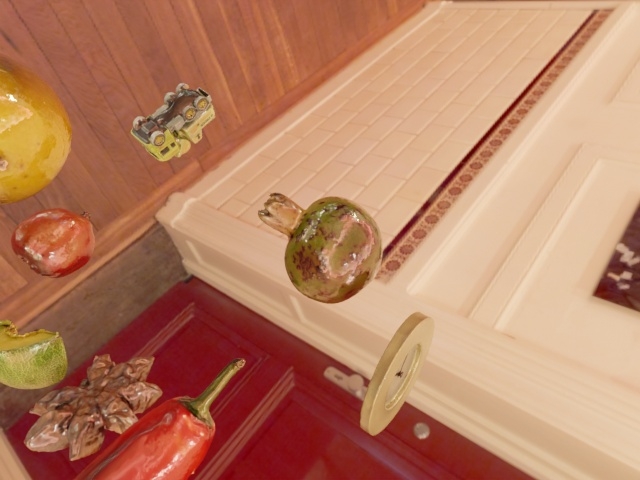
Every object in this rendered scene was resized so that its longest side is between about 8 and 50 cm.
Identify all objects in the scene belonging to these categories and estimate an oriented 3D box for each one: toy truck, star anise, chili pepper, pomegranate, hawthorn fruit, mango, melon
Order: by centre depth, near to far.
[{"bbox_3d":[-0.213,0.268,0.460,0.368,0.092,0.137,-45,-179,-40],"label":"chili pepper"},{"bbox_3d":[-0.489,-0.181,0.566,0.182,0.364,0.253,-57,175,18],"label":"mango"},{"bbox_3d":[0.000,0.000,0.841,0.202,0.247,0.202,-59,-174,10],"label":"pomegranate"},{"bbox_3d":[-0.330,-0.266,1.073,0.191,0.085,0.116,-46,154,-16],"label":"toy truck"},{"bbox_3d":[-0.522,0.372,1.078,0.315,0.315,0.108,-34,134,-37],"label":"star anise"},{"bbox_3d":[-0.633,-0.004,1.122,0.188,0.169,0.169,-55,142,-23],"label":"hawthorn fruit"},{"bbox_3d":[-0.765,0.312,1.166,0.129,0.265,0.169,-41,127,-55],"label":"melon"}]

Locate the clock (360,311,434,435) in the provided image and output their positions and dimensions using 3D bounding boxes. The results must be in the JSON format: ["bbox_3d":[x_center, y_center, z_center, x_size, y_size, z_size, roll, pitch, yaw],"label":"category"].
[{"bbox_3d":[0.141,0.240,0.842,0.235,0.029,0.235,-39,141,-39],"label":"clock"}]
